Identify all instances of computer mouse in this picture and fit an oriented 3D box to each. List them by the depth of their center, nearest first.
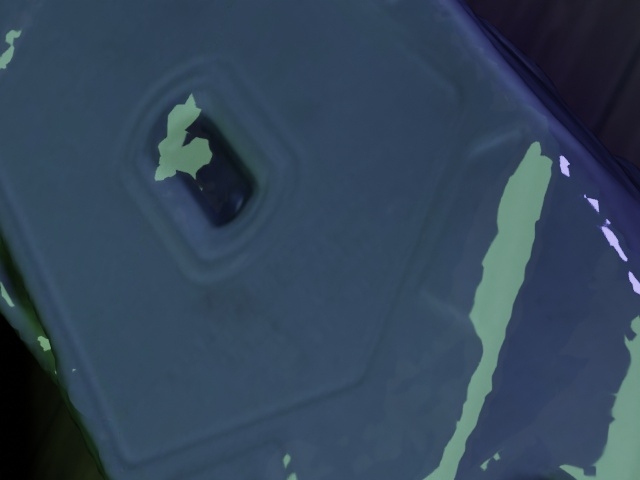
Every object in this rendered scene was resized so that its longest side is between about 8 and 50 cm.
[{"bbox_3d":[0.003,0.003,0.730,0.228,0.145,0.429,-44,53,13],"label":"computer mouse"}]
